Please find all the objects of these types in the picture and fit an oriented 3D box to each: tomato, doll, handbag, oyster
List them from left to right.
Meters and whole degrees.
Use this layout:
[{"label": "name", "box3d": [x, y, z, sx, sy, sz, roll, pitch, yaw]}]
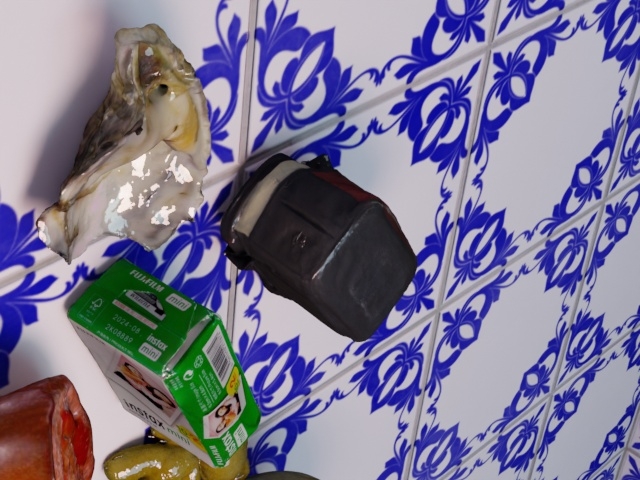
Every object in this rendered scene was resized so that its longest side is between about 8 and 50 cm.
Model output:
[{"label": "tomato", "box3d": [-0.342, 0.290, 1.482, 0.170, 0.309, 0.309, -1, 130, -4]}, {"label": "oyster", "box3d": [-0.203, -0.087, 1.422, 0.271, 0.100, 0.275, -57, 162, 5]}, {"label": "doll", "box3d": [-0.194, 0.287, 1.809, 0.209, 0.097, 0.137, -15, 100, -28]}, {"label": "handbag", "box3d": [0.000, 0.000, 1.707, 0.181, 0.181, 0.254, -55, 152, -6]}]

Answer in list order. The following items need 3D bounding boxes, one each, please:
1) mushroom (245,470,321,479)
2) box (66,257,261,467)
[{"label": "mushroom", "box3d": [-0.092, 0.471, 1.894, 0.352, 0.260, 0.352, -26, 170, -5]}, {"label": "box", "box3d": [-0.177, 0.148, 1.596, 0.103, 0.180, 0.250, -48, 147, -23]}]
